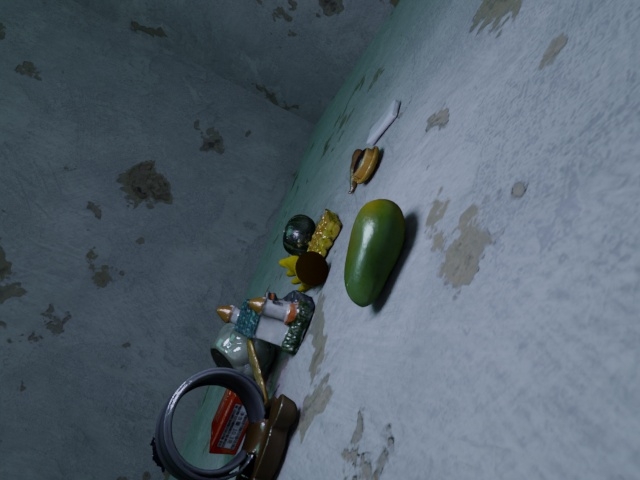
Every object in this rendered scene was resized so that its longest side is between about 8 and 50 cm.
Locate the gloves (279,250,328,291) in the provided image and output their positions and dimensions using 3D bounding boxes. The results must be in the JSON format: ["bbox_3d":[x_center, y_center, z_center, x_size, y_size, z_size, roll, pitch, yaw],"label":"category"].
[{"bbox_3d":[-0.073,0.120,1.632,0.294,0.116,0.133,152,108,-69],"label":"gloves"}]

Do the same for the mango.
[{"bbox_3d":[0.122,0.027,1.029,0.156,0.114,0.250,6,84,67],"label":"mango"}]

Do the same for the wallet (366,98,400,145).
[{"bbox_3d":[0.226,-0.424,1.637,0.190,0.033,0.095,-47,20,56],"label":"wallet"}]

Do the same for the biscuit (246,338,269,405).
[{"bbox_3d":[-0.208,0.441,1.495,0.118,0.029,0.247,98,154,-59],"label":"biscuit"}]

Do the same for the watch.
[{"bbox_3d":[-0.272,0.526,1.198,0.314,0.327,0.335,-50,20,52],"label":"watch"}]

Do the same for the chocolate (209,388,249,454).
[{"bbox_3d":[-0.333,0.665,1.729,0.237,0.108,0.235,-64,11,-2],"label":"chocolate"}]

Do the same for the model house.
[{"bbox_3d":[-0.200,0.244,1.557,0.271,0.301,0.190,-150,78,-78],"label":"model house"}]

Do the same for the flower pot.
[{"bbox_3d":[-0.288,0.418,1.711,0.195,0.246,0.246,-35,-8,-34],"label":"flower pot"}]

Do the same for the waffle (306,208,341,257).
[{"bbox_3d":[-0.001,0.000,1.718,0.219,0.057,0.229,-63,11,13],"label":"waffle"}]

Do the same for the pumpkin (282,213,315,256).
[{"bbox_3d":[-0.087,-0.018,1.905,0.190,0.146,0.190,18,-90,-79],"label":"pumpkin"}]

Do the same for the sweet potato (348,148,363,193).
[{"bbox_3d":[0.133,-0.269,1.704,0.050,0.050,0.214,132,156,-55],"label":"sweet potato"}]

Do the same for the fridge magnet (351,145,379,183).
[{"bbox_3d":[0.155,-0.260,1.544,0.143,0.063,0.143,-157,90,-81],"label":"fridge magnet"}]
